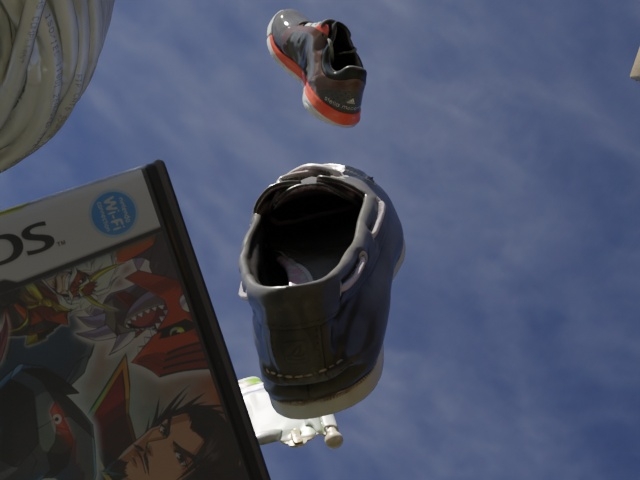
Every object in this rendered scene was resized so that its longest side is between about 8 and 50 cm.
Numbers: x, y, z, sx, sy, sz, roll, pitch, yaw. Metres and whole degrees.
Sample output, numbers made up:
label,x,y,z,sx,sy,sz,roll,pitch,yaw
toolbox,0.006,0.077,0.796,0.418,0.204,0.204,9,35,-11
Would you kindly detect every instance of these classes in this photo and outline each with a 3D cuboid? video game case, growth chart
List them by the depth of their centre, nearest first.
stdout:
label,x,y,z,sx,sy,sz,roll,pitch,yaw
video game case,-0.161,0.121,0.834,0.248,0.035,0.275,-18,-97,-7
growth chart,-0.098,0.167,1.393,0.237,0.172,0.021,-13,-70,3

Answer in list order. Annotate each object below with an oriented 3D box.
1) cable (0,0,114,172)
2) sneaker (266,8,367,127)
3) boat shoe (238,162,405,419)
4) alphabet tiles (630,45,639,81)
label,x,y,z,sx,sy,sz,roll,pitch,yaw
cable,-0.218,-0.130,0.677,0.257,0.089,0.257,16,-35,0
sneaker,0.006,-0.156,1.250,0.065,0.061,0.158,-65,-145,29
boat shoe,0.000,0.000,1.104,0.112,0.335,0.095,-12,-64,7
alphabet tiles,0.343,-0.226,1.082,0.011,0.285,0.343,24,-99,-24
